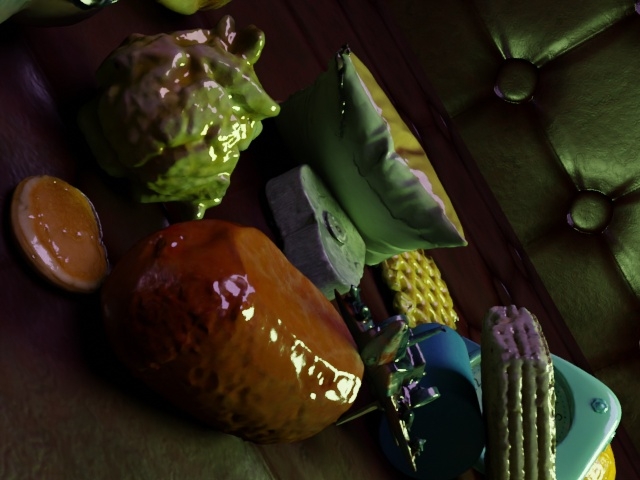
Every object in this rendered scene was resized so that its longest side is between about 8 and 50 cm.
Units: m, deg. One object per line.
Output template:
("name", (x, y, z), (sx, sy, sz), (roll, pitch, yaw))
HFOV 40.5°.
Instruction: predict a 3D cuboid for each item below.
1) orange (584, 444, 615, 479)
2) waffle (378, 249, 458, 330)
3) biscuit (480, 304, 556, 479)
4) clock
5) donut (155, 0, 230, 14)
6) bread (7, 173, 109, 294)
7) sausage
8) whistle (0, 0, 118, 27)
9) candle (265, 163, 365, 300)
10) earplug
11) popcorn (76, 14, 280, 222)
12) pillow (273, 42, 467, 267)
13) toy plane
("orange", (0.376, 0.353, 1.428), (0.219, 0.193, 0.219), (32, 22, -14))
("waffle", (0.176, 0.104, 1.487), (0.291, 0.051, 0.291), (47, 25, -30))
("biscuit", (0.251, 0.294, 1.108), (0.144, 0.078, 0.426), (-83, 169, -66))
("clock", (0.293, 0.263, 1.315), (0.274, 0.223, 0.094), (34, -26, 25))
("donut", (-0.218, -0.463, 1.128), (0.360, 0.170, 0.360), (53, 15, -21))
("bread", (-0.211, -0.005, 0.711), (0.110, 0.024, 0.110), (49, 22, -28))
("sausage", (-0.070, 0.087, 0.759), (0.268, 0.141, 0.153), (43, 26, -43))
("whistle", (-0.284, -0.238, 0.719), (0.189, 0.189, 0.348), (54, 43, -20))
("candle", (0.000, 0.000, 1.170), (0.168, 0.068, 0.192), (30, 39, -60))
("earplug", (0.155, 0.201, 1.201), (0.132, 0.132, 0.273), (57, 16, -11))
("popcorn", (-0.134, -0.131, 0.848), (0.167, 0.185, 0.187), (35, 56, -11))
("pillow", (0.058, -0.103, 1.243), (0.312, 0.119, 0.310), (58, -23, -6))
("toy plane", (0.073, 0.125, 0.908), (0.326, 0.104, 0.223), (111, -42, -66))
